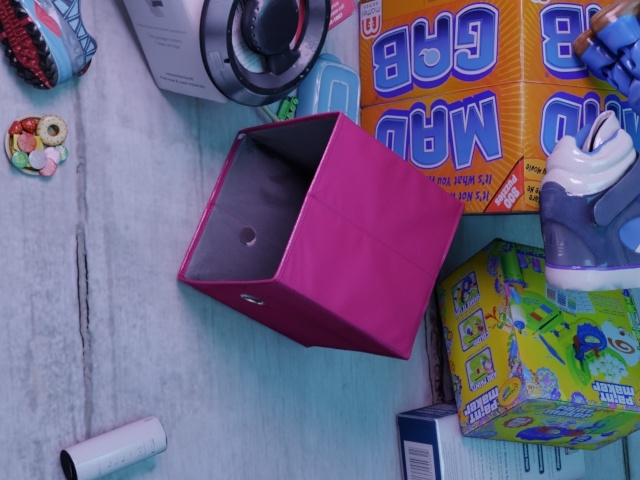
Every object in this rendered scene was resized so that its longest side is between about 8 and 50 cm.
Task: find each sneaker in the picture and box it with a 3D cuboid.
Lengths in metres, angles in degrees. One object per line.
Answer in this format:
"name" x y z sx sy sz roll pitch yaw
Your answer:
"sneaker" -0.370 -0.330 1.300 0.125 0.104 0.262 -37 115 -49
"sneaker" 0.438 -0.061 1.406 0.322 0.130 0.236 -5 99 -30

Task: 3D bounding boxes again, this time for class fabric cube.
"fabric cube" 0.000 0.000 1.451 0.258 0.254 0.259 33 70 -33

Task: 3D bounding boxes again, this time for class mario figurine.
"mario figurine" 0.494 -0.187 1.366 0.320 0.170 0.198 55 19 10

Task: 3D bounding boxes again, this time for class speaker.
"speaker" -0.277 0.282 1.363 0.136 0.055 0.055 -18 99 -35

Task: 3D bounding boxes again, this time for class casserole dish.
"casserole dish" 0.017 -0.203 1.597 0.114 0.037 0.188 10 84 -38

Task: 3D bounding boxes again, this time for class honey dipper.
"honey dipper" -0.071 -0.184 1.525 0.161 0.030 0.030 48 63 -17

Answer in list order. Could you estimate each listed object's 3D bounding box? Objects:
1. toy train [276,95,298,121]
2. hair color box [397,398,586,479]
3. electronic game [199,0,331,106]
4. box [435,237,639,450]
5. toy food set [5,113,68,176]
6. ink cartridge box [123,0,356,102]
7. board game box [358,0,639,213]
"toy train" -0.058 -0.186 1.556 0.023 0.017 0.083 26 74 -22
"hair color box" 0.299 0.354 1.750 0.347 0.105 0.174 -6 91 -36
"electronic game" -0.067 -0.285 1.319 0.229 0.048 0.229 -29 131 -39
"box" 0.375 0.178 1.684 0.290 0.177 0.279 12 55 -28
"toy food set" -0.369 -0.125 1.325 0.083 0.020 0.083 0 89 -36
"ink cartridge box" -0.139 -0.424 1.352 0.279 0.160 0.385 -39 129 -29
"board game box" 0.308 -0.219 1.612 0.356 0.356 0.356 -1 91 -36
